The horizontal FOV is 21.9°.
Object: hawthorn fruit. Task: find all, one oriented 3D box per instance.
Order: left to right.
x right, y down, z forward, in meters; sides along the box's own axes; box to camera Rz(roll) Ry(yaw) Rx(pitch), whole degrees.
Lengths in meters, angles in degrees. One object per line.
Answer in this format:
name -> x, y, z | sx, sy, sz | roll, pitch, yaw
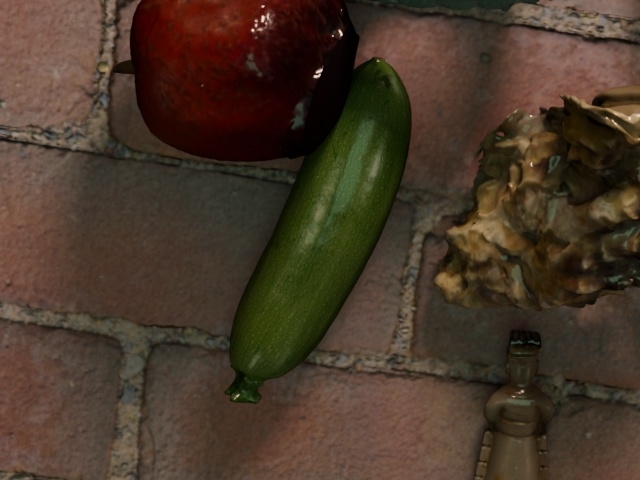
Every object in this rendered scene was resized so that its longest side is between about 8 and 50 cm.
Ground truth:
hawthorn fruit -> -0.088, -0.178, 1.611 | 0.250, 0.215, 0.215 | -7, 108, 27

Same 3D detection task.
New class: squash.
squash -> 0.000, 0.000, 1.707 | 0.107, 0.107, 0.395 | 24, 106, -5

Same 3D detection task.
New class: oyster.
oyster -> 0.243, -0.019, 1.639 | 0.238, 0.115, 0.351 | 49, 135, -12

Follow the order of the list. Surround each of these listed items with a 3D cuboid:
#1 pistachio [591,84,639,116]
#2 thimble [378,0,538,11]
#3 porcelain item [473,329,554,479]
pistachio -> 0.365, -0.079, 1.658 | 0.226, 0.136, 0.135 | 30, 107, 0
thimble -> 0.122, -0.302, 1.563 | 0.235, 0.198, 0.143 | 13, 112, 29
porcelain item -> 0.211, 0.194, 1.783 | 0.084, 0.054, 0.213 | 2, 108, 0
